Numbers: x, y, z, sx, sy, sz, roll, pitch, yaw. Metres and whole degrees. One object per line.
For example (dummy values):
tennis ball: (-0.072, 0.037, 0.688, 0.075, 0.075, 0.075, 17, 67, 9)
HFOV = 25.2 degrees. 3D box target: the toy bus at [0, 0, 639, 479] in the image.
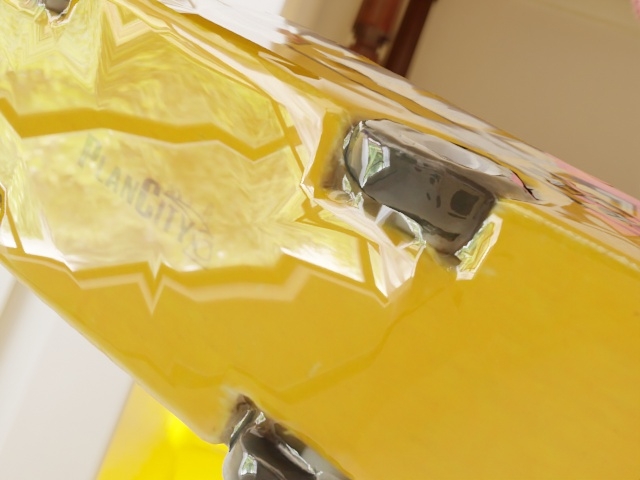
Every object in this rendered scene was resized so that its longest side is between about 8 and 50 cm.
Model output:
toy bus: (0.000, 0.000, 0.444, 0.130, 0.108, 0.332, 6, -159, -47)
